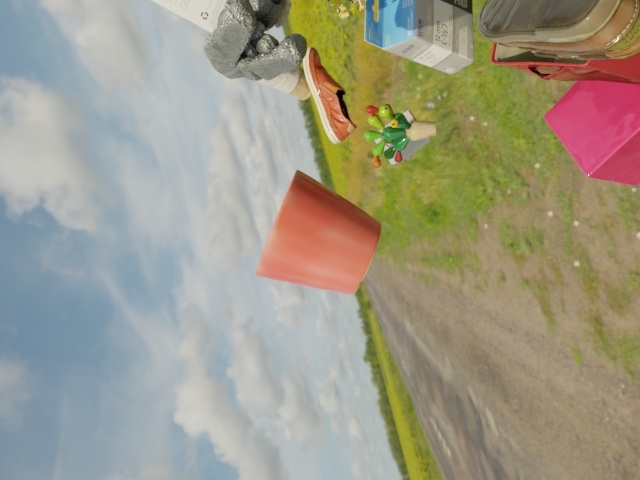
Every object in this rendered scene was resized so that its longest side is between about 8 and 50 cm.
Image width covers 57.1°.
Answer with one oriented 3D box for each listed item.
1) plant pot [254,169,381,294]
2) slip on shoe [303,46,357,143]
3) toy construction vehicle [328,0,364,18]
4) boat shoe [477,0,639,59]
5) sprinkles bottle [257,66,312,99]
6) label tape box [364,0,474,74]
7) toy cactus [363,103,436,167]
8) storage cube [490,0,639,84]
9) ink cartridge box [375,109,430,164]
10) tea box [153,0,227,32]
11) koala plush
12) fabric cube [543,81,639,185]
[{"bbox_3d":[0.000,0.000,1.429,0.275,0.243,0.275,-158,90,-84],"label":"plant pot"},{"bbox_3d":[0.031,-0.481,1.915,0.123,0.101,0.331,4,-115,-68],"label":"slip on shoe"},{"bbox_3d":[0.071,-0.685,1.679,0.035,0.085,0.098,98,150,-68],"label":"toy construction vehicle"},{"bbox_3d":[0.322,-0.299,0.819,0.104,0.111,0.307,25,-161,-21],"label":"boat shoe"},{"bbox_3d":[-0.180,-0.626,2.171,0.355,0.121,0.121,11,-126,-41],"label":"sprinkles bottle"},{"bbox_3d":[0.308,-0.688,1.806,0.115,0.347,0.249,-19,65,57],"label":"label tape box"},{"bbox_3d":[0.197,-0.264,1.464,0.219,0.180,0.112,73,-165,-54],"label":"toy cactus"},{"bbox_3d":[0.416,-0.353,0.925,0.183,0.193,0.215,26,111,54],"label":"storage cube"},{"bbox_3d":[0.264,-0.340,1.957,0.128,0.127,0.176,53,-179,-6],"label":"ink cartridge box"},{"bbox_3d":[-0.254,-0.716,1.370,0.329,0.220,0.324,-55,20,31],"label":"tea box"},{"bbox_3d":[-0.143,-0.474,1.257,0.196,0.203,0.221,25,-116,-36],"label":"koala plush"},{"bbox_3d":[0.853,-0.341,1.656,0.258,0.259,0.254,-54,44,40],"label":"fabric cube"}]
